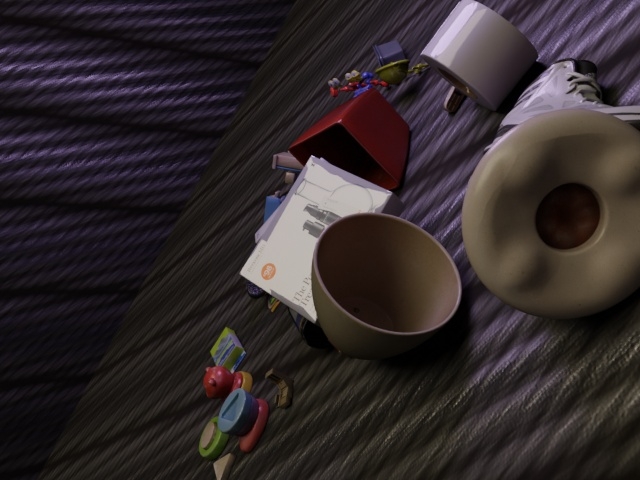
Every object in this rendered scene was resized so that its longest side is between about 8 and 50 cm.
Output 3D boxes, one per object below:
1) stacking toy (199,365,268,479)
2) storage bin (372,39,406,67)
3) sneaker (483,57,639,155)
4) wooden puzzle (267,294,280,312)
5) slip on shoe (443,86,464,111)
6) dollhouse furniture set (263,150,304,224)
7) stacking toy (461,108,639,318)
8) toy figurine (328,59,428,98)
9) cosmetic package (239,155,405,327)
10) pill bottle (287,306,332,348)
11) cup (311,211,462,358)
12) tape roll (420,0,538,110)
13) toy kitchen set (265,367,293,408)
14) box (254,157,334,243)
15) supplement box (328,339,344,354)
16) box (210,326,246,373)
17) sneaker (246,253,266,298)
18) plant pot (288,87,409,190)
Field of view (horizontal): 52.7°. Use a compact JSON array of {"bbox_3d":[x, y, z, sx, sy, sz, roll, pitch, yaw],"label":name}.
[{"bbox_3d":[-0.299,0.526,1.902,0.279,0.130,0.309,-59,26,-2],"label":"stacking toy"},{"bbox_3d":[0.248,-0.646,2.286,0.091,0.098,0.135,-20,36,10],"label":"storage bin"},{"bbox_3d":[0.530,-0.277,1.298,0.447,0.169,0.257,5,68,64],"label":"sneaker"},{"bbox_3d":[-0.152,0.183,2.149,0.078,0.014,0.116,-51,27,13],"label":"wooden puzzle"},{"bbox_3d":[0.394,-0.426,1.837,0.135,0.051,0.041,-61,14,6],"label":"slip on shoe"},{"bbox_3d":[-0.059,-0.148,2.288,0.286,0.198,0.303,-45,-35,-73],"label":"dollhouse furniture set"},{"bbox_3d":[0.403,-0.076,1.255,0.351,0.350,0.480,-54,7,8],"label":"stacking toy"},{"bbox_3d":[0.193,-0.452,2.167,0.362,0.191,0.217,-5,87,50],"label":"toy figurine"},{"bbox_3d":[0.000,0.000,1.678,0.284,0.097,0.377,28,86,36],"label":"cosmetic package"},{"bbox_3d":[-0.021,0.196,1.789,0.123,0.123,0.219,-54,26,8],"label":"pill bottle"},{"bbox_3d":[0.118,0.137,1.455,0.237,0.331,0.331,110,169,-46],"label":"cup"},{"bbox_3d":[0.401,-0.467,1.643,0.169,0.246,0.246,-53,27,11],"label":"tape roll"},{"bbox_3d":[-0.127,0.417,1.783,0.068,0.075,0.083,-41,26,32],"label":"toy kitchen set"},{"bbox_3d":[-0.008,-0.061,1.921,0.322,0.232,0.058,-46,29,21],"label":"box"},{"bbox_3d":[0.063,0.258,1.665,0.055,0.043,0.083,-57,27,2],"label":"supplement box"},{"bbox_3d":[-0.315,0.378,2.188,0.109,0.042,0.178,-57,25,3],"label":"box"},{"bbox_3d":[-0.205,0.137,2.233,0.235,0.084,0.097,-90,-3,-54],"label":"sneaker"},{"bbox_3d":[0.116,-0.301,1.967,0.267,0.267,0.236,-18,34,52],"label":"plant pot"}]
